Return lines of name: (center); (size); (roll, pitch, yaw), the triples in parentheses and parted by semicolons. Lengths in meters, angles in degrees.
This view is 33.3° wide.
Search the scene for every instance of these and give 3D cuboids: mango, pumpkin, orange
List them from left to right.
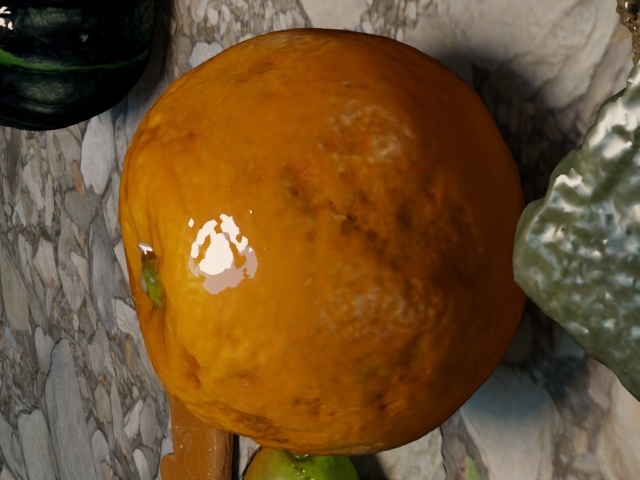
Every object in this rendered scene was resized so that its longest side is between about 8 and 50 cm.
pumpkin: (-0.304, -0.254, 1.085); (0.315, 0.238, 0.315); (11, 103, 55)
mango: (-0.010, 0.259, 0.863); (0.125, 0.111, 0.233); (-93, -7, -71)
orange: (0.000, 0.000, 0.654); (0.261, 0.261, 0.261); (24, 118, 55)

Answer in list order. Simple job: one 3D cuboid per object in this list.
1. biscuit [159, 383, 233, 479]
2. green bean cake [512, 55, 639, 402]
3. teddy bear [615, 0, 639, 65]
biscuit: (-0.121, 0.246, 1.115); (0.165, 0.036, 0.250); (13, 106, 58)
green bean cake: (0.194, -0.004, 0.425); (0.183, 0.094, 0.185); (45, 136, 18)
teddy bear: (0.168, -0.126, 0.486); (0.119, 0.078, 0.160); (28, 123, 57)
